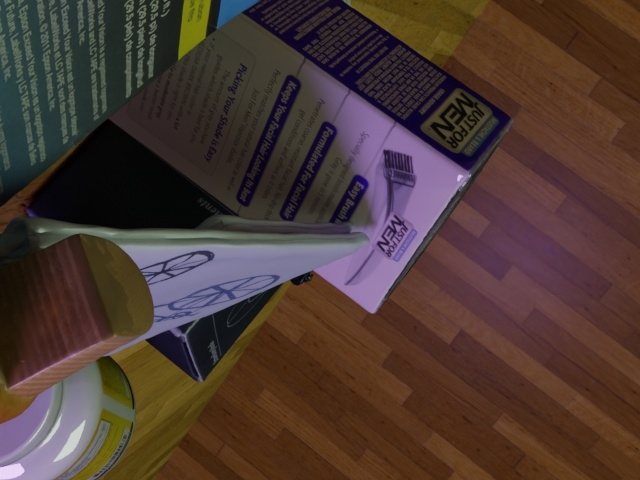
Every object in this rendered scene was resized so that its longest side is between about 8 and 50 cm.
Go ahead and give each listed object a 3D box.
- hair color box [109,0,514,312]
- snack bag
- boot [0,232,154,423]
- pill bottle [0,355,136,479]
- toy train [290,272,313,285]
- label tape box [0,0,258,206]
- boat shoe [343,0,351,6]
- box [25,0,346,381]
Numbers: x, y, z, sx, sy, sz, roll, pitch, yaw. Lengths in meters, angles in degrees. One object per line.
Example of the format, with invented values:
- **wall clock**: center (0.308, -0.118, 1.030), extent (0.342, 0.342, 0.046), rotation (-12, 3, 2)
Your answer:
- **hair color box**: center (-0.032, -0.114, 0.756), extent (0.110, 0.339, 0.185), rotation (-45, 169, -44)
- **snack bag**: center (-0.180, 0.045, 0.647), extent (0.323, 0.037, 0.342), rotation (-23, 167, 32)
- **boot**: center (-0.215, 0.048, 0.332), extent (0.211, 0.104, 0.295), rotation (-25, 162, 12)
- **pill bottle**: center (-0.318, 0.178, 0.961), extent (0.188, 0.188, 0.334), rotation (-51, 172, -14)
- **toy train**: center (0.000, 0.000, 1.062), extent (0.036, 0.027, 0.158), rotation (-28, 157, -46)
- **label tape box**: center (-0.138, -0.150, 0.422), extent (0.334, 0.106, 0.241), rotation (-46, 171, -28)
- **boat shoe**: center (-0.007, -0.291, 1.134), extent (0.081, 0.079, 0.227), rotation (-41, 164, -16)
- **box**: center (-0.101, -0.068, 1.037), extent (0.395, 0.212, 0.293), rotation (-51, 173, -17)
